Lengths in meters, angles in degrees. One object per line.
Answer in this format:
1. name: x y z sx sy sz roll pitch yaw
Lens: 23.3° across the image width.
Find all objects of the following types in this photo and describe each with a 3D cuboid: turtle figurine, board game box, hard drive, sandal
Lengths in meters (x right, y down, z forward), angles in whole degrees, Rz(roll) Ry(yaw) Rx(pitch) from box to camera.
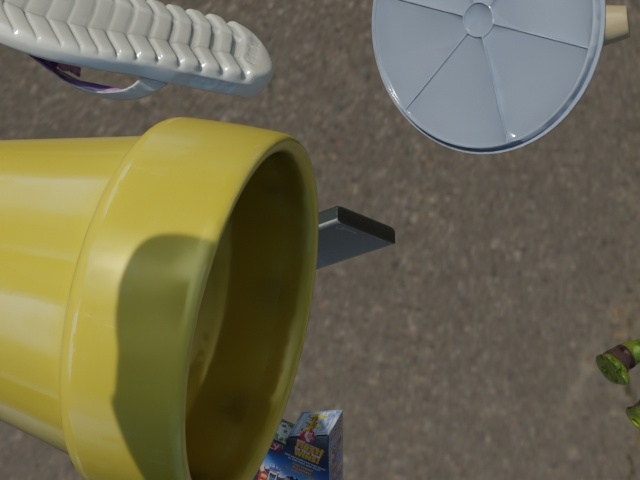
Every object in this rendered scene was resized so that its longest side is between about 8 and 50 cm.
1. turtle figurine: 0.401 0.093 1.662 0.217 0.087 0.270 -35 119 -10
2. board game box: -0.044 0.301 2.172 0.194 0.060 0.194 22 128 8
3. hard drive: 0.000 0.000 1.674 0.135 0.022 0.094 -19 152 39
4. sandal: -0.251 -0.218 1.786 0.416 0.169 0.102 13 125 -24

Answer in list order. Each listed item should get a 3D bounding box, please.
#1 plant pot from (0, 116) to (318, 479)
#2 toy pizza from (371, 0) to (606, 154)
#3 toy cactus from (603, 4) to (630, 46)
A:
1. plant pot: -0.151 0.032 1.027 0.239 0.254 0.254 12 115 15
2. toy pizza: 0.126 -0.165 1.164 0.201 0.032 0.201 4 96 37
3. toy cactus: 0.230 -0.221 1.619 0.180 0.112 0.219 -6 149 14
